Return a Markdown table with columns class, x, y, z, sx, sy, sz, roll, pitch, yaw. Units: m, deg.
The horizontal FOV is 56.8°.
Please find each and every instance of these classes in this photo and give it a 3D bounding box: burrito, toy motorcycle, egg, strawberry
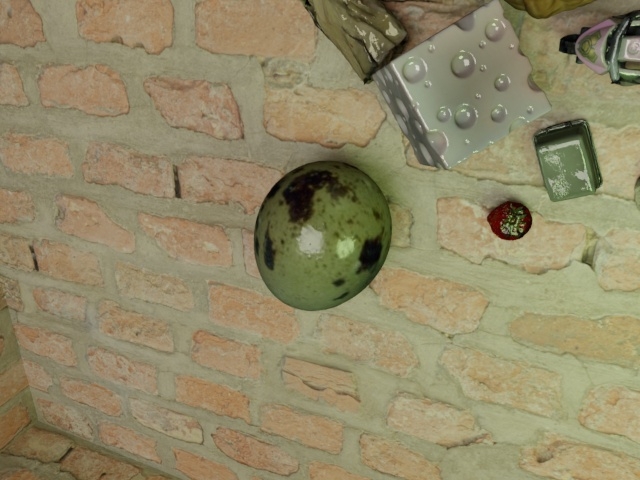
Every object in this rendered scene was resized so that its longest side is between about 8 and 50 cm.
| class | x | y | z | sx | sy | sz | roll | pitch | yaw |
| --- | --- | --- | --- | --- | --- | --- | --- | --- | --- |
| burrito | 0.054 | -0.529 | 1.348 | 0.135 | 0.190 | 0.332 | -42 | 95 | 0 |
| toy motorcycle | 0.622 | -0.361 | 1.119 | 0.327 | 0.188 | 0.143 | 11 | 112 | 22 |
| egg | 0.000 | 0.000 | 1.517 | 0.345 | 0.345 | 0.428 | 28 | 126 | 12 |
| strawberry | 0.453 | -0.049 | 1.424 | 0.106 | 0.106 | 0.106 | 11 | 119 | 21 |

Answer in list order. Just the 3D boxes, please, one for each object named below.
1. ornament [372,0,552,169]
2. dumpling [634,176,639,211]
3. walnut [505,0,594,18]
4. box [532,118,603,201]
| class | x | y | z | sx | sy | sz | roll | pitch | yaw |
| --- | --- | --- | --- | --- | --- | --- | --- | --- | --- |
| ornament | 0.281 | -0.313 | 1.233 | 0.239 | 0.239 | 0.240 | -30 | 100 | 3 |
| dumpling | 0.755 | -0.099 | 1.240 | 0.176 | 0.092 | 0.150 | -14 | 104 | 32 |
| walnut | 0.417 | -0.552 | 1.043 | 0.332 | 0.333 | 0.333 | 11 | 119 | 21 |
| box | 0.545 | -0.168 | 1.311 | 0.124 | 0.093 | 0.172 | -14 | 107 | 31 |
